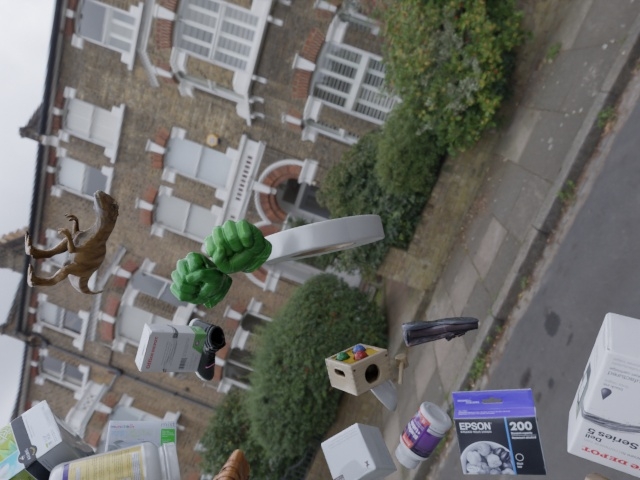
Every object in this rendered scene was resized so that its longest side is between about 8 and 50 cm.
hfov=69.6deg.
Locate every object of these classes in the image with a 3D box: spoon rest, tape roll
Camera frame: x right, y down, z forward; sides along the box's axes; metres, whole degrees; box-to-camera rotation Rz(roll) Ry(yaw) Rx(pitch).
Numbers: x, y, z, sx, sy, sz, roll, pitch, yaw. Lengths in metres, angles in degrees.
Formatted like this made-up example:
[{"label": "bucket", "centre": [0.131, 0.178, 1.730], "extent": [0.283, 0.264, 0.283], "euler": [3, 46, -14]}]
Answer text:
[{"label": "spoon rest", "centre": [0.169, 0.425, 1.404], "extent": [0.084, 0.137, 0.276], "euler": [-43, 8, 8]}, {"label": "tape roll", "centre": [0.000, 0.000, 1.412], "extent": [0.392, 0.391, 0.072], "euler": [74, -176, -86]}]

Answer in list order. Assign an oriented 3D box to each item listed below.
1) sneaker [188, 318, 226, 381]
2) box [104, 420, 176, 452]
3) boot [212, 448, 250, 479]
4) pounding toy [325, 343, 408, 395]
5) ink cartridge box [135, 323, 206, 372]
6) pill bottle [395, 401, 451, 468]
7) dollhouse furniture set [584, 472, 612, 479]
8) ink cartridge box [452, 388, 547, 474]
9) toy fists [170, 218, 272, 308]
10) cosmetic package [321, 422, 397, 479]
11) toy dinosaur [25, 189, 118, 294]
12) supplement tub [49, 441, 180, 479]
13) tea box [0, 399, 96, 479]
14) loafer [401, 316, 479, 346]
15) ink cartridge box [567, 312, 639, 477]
[{"label": "sneaker", "centre": [-0.478, 0.487, 1.995], "extent": [0.104, 0.146, 0.296], "euler": [-26, -67, -53]}, {"label": "box", "centre": [-0.704, 0.835, 1.797], "extent": [0.231, 0.261, 0.127], "euler": [-117, 41, -58]}, {"label": "boot", "centre": [-0.230, 0.608, 1.113], "extent": [0.220, 0.109, 0.284], "euler": [-57, -20, -51]}, {"label": "pounding toy", "centre": [0.150, 0.334, 1.260], "extent": [0.181, 0.206, 0.094], "euler": [-7, 98, 59]}, {"label": "ink cartridge box", "centre": [-0.559, 0.403, 1.724], "extent": [0.092, 0.219, 0.160], "euler": [23, 98, 52]}, {"label": "pill bottle", "centre": [0.317, 0.616, 1.448], "extent": [0.194, 0.108, 0.108], "euler": [-61, 0, 14]}, {"label": "dollhouse furniture set", "centre": [0.463, 0.573, 0.857], "extent": [0.242, 0.161, 0.212], "euler": [-43, -45, -32]}, {"label": "ink cartridge box", "centre": [0.459, 0.497, 1.195], "extent": [0.045, 0.206, 0.208], "euler": [-1, -99, -67]}, {"label": "toy fists", "centre": [-0.256, 0.061, 1.152], "extent": [0.279, 0.142, 0.096], "euler": [-40, 36, 15]}, {"label": "cosmetic package", "centre": [0.128, 0.713, 1.516], "extent": [0.151, 0.151, 0.183], "euler": [-35, -38, 11]}, {"label": "toy dinosaur", "centre": [-0.304, 0.031, 0.579], "extent": [0.112, 0.064, 0.211], "euler": [-3, -38, -41]}, {"label": "supplement tub", "centre": [-0.581, 0.729, 1.327], "extent": [0.241, 0.331, 0.241], "euler": [175, 90, -67]}, {"label": "tea box", "centre": [-0.902, 0.751, 1.434], "extent": [0.323, 0.220, 0.329], "euler": [-35, -48, -27]}, {"label": "loafer", "centre": [0.475, 0.361, 1.825], "extent": [0.109, 0.302, 0.095], "euler": [42, -138, -88]}, {"label": "ink cartridge box", "centre": [0.578, 0.288, 0.814], "extent": [0.115, 0.198, 0.273], "euler": [-46, -39, -49]}]
